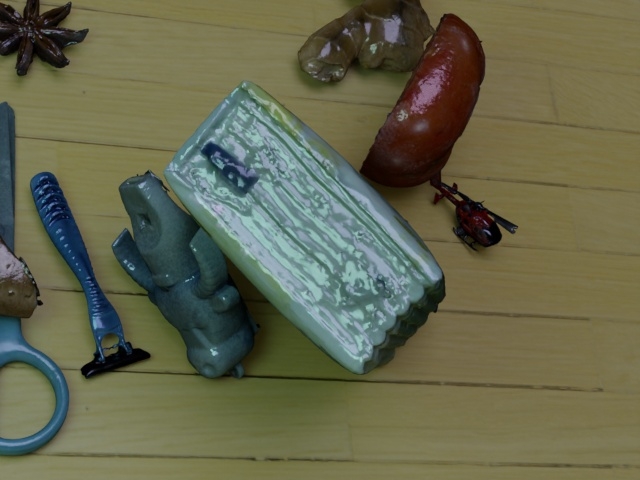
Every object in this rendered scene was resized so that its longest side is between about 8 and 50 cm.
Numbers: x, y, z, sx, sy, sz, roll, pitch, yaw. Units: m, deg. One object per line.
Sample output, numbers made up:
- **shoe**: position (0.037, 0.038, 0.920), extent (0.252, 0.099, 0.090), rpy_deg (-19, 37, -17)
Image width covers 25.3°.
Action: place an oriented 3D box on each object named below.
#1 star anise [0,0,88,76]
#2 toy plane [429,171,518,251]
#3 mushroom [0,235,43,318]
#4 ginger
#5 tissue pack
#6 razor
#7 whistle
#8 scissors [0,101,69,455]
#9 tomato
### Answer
- **star anise**: position (-0.357, -0.257, 1.762), extent (0.141, 0.042, 0.141), rpy_deg (8, 59, -13)
- **toy plane**: position (0.190, -0.037, 1.835), extent (0.037, 0.060, 0.145), rpy_deg (-30, 61, -31)
- **mushroom**: position (-0.395, 0.008, 1.552), extent (0.094, 0.072, 0.210), rpy_deg (-32, 71, -21)
- **ginger**: position (0.095, -0.316, 1.946), extent (0.147, 0.081, 0.334), rpy_deg (22, 55, 11)
- **tissue pack**: position (0.000, 0.000, 1.545), extent (0.162, 0.388, 0.287), rpy_deg (-44, 83, 1)
- **razor**: position (-0.275, 0.032, 1.633), extent (0.082, 0.042, 0.253), rpy_deg (-15, 69, -28)
- **whistle**: position (-0.149, 0.045, 1.601), extent (0.093, 0.180, 0.269), rpy_deg (-42, 113, -31)
- **scissors**: position (-0.372, 0.027, 1.609), extent (0.192, 0.029, 0.447), rpy_deg (8, 58, -17)
- **tomato**: position (0.139, -0.163, 1.783), extent (0.095, 0.237, 0.237), rpy_deg (28, 57, 1)
